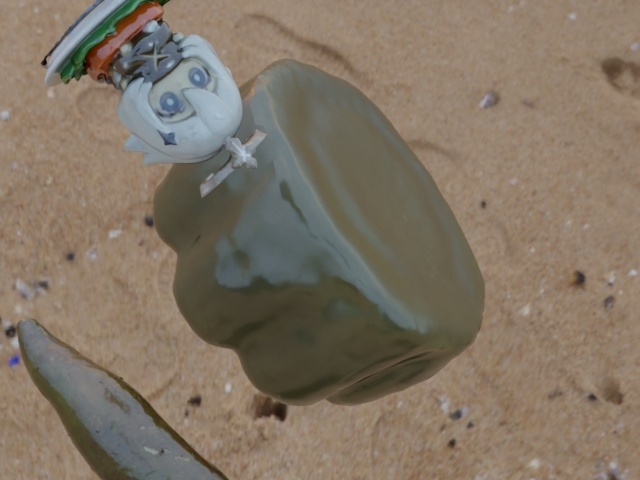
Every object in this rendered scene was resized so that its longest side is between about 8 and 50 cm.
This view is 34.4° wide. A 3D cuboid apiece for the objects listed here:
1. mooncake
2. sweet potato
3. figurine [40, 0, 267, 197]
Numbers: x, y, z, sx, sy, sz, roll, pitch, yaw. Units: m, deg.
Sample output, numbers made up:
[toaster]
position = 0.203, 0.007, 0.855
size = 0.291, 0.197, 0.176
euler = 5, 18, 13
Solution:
[mooncake]
position = 0.000, 0.000, 1.131
size = 0.378, 0.200, 0.379
euler = 40, 30, -29
[sweet potato]
position = -0.179, 0.157, 0.870
size = 0.243, 0.077, 0.077
euler = 38, 61, 8
[figurine]
position = -0.105, -0.104, 0.748
size = 0.154, 0.132, 0.132
euler = 49, 61, -7
